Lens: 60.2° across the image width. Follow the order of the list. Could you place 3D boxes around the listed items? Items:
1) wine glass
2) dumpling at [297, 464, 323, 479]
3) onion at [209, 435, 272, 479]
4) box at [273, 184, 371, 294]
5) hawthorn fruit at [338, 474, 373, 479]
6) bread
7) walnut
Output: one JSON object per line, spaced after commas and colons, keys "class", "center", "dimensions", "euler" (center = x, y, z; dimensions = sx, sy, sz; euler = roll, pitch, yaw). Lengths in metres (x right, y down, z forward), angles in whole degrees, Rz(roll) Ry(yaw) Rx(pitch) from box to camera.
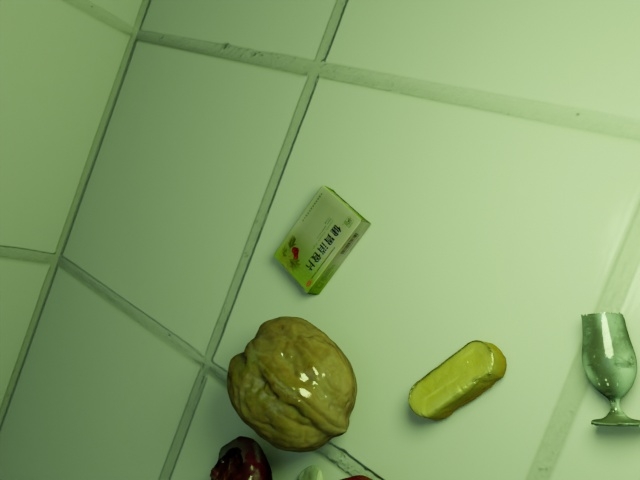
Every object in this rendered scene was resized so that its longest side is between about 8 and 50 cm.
{"class": "wine glass", "center": [0.577, 0.254, 1.097], "dimensions": [0.103, 0.103, 0.222], "euler": [-10, 77, 32]}
{"class": "dumpling", "center": [-0.050, 0.717, 1.427], "dimensions": [0.179, 0.131, 0.252], "euler": [-33, 50, 49]}
{"class": "onion", "center": [-0.204, 0.688, 1.517], "dimensions": [0.272, 0.195, 0.272], "euler": [-53, 23, 35]}
{"class": "box", "center": [0.000, -0.001, 1.564], "dimensions": [0.175, 0.062, 0.260], "euler": [45, 106, 32]}
{"class": "hawthorn fruit", "center": [0.106, 0.650, 1.302], "dimensions": [0.235, 0.181, 0.181], "euler": [-26, 67, 28]}
{"class": "bread", "center": [0.313, 0.323, 1.273], "dimensions": [0.245, 0.094, 0.102], "euler": [-44, 51, 19]}
{"class": "walnut", "center": [-0.062, 0.370, 1.403], "dimensions": [0.344, 0.306, 0.306], "euler": [33, 100, 27]}
